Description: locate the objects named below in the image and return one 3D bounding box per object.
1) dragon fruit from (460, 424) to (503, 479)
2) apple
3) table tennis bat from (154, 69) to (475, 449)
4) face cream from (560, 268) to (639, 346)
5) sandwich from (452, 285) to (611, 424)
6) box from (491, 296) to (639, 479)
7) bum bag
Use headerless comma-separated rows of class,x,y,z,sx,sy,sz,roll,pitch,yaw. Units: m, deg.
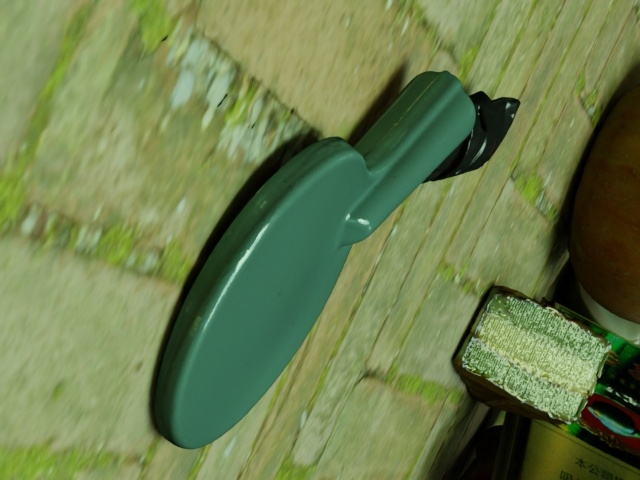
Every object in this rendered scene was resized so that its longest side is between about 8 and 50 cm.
dragon fruit,0.186,0.305,1.702,0.307,0.227,0.243,-52,138,-54
apple,0.307,-0.029,1.638,0.210,0.173,0.235,-63,164,-6
table tennis bat,0.000,0.000,0.911,0.244,0.040,0.153,-48,160,-35
face cream,0.245,0.138,1.851,0.285,0.067,0.139,101,-13,-45
sandwich,0.135,0.082,1.544,0.079,0.113,0.163,-63,-160,-7
box,0.225,0.175,1.624,0.240,0.159,0.071,-72,-171,-49
bum bag,0.078,-0.056,1.085,0.058,0.034,0.124,-55,169,20
